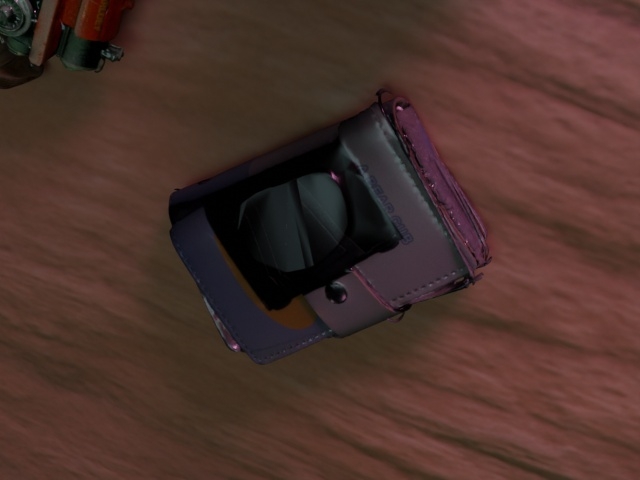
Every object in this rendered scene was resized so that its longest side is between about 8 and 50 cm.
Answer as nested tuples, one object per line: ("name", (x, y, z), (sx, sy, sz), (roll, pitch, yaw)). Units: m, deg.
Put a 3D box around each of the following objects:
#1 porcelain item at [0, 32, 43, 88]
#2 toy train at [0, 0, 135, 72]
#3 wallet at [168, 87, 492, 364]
("porcelain item", (-0.290, -0.214, 0.838), (0.084, 0.054, 0.213), (-7, 117, 42))
("toy train", (-0.176, -0.201, 0.788), (0.118, 0.074, 0.176), (27, 124, 3))
("wallet", (0.000, 0.000, 0.831), (0.231, 0.069, 0.170), (-22, 103, 31))
